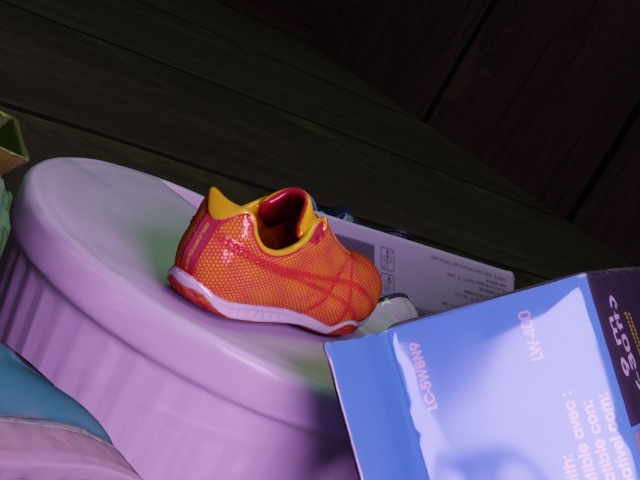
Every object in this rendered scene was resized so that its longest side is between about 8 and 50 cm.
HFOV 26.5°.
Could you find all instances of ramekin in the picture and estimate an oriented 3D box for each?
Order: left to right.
[{"bbox_3d":[-0.070,0.072,0.780,0.273,0.127,0.273,28,12,-7],"label":"ramekin"}]

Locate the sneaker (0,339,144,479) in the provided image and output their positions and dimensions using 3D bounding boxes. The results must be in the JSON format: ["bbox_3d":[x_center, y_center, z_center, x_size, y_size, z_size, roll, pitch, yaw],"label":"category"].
[{"bbox_3d":[-0.188,0.053,0.438,0.121,0.108,0.302,40,5,41],"label":"sneaker"}]

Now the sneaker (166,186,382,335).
[{"bbox_3d":[-0.008,0.009,0.715,0.064,0.067,0.175,34,11,25],"label":"sneaker"}]

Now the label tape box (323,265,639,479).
[{"bbox_3d":[0.141,0.144,0.729,0.334,0.106,0.240,-1,74,-67],"label":"label tape box"}]

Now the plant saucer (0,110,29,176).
[{"bbox_3d":[-0.325,-0.099,1.055,0.188,0.045,0.188,25,7,-20],"label":"plant saucer"}]

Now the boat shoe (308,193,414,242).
[{"bbox_3d":[0.000,0.000,1.325,0.109,0.089,0.258,35,12,28],"label":"boat shoe"}]

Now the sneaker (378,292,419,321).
[{"bbox_3d":[0.059,0.126,1.000,0.262,0.099,0.121,35,35,-69],"label":"sneaker"}]

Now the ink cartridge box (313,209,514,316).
[{"bbox_3d":[-0.017,0.041,1.081,0.239,0.060,0.275,-10,-17,39],"label":"ink cartridge box"}]

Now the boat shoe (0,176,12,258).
[{"bbox_3d":[-0.239,-0.009,0.886,0.076,0.083,0.226,54,5,-20],"label":"boat shoe"}]
